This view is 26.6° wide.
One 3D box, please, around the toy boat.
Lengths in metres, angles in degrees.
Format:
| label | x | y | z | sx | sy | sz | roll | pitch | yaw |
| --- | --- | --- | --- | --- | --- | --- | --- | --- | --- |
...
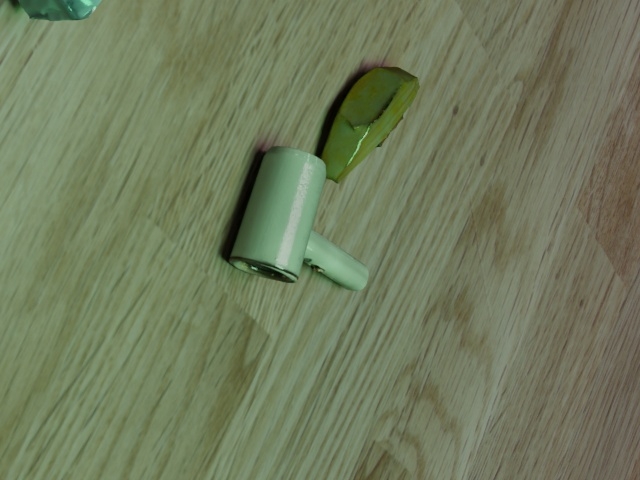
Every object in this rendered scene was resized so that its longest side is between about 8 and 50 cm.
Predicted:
| label | x | y | z | sx | sy | sz | roll | pitch | yaw |
| --- | --- | --- | --- | --- | --- | --- | --- | --- | --- |
| toy boat | 0.053 | -0.133 | 1.504 | 0.172 | 0.065 | 0.066 | -51 | 154 | -30 |

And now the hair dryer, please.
| label | x | y | z | sx | sy | sz | roll | pitch | yaw |
| --- | --- | --- | --- | --- | --- | --- | --- | --- | --- |
| hair dryer | 0.000 | 0.000 | 1.456 | 0.236 | 0.073 | 0.131 | 34 | 69 | -53 |

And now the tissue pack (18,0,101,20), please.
| label | x | y | z | sx | sy | sz | roll | pitch | yaw |
| --- | --- | --- | --- | --- | --- | --- | --- | --- | --- |
| tissue pack | -0.231 | -0.328 | 1.065 | 0.177 | 0.089 | 0.263 | -59 | 136 | -28 |
